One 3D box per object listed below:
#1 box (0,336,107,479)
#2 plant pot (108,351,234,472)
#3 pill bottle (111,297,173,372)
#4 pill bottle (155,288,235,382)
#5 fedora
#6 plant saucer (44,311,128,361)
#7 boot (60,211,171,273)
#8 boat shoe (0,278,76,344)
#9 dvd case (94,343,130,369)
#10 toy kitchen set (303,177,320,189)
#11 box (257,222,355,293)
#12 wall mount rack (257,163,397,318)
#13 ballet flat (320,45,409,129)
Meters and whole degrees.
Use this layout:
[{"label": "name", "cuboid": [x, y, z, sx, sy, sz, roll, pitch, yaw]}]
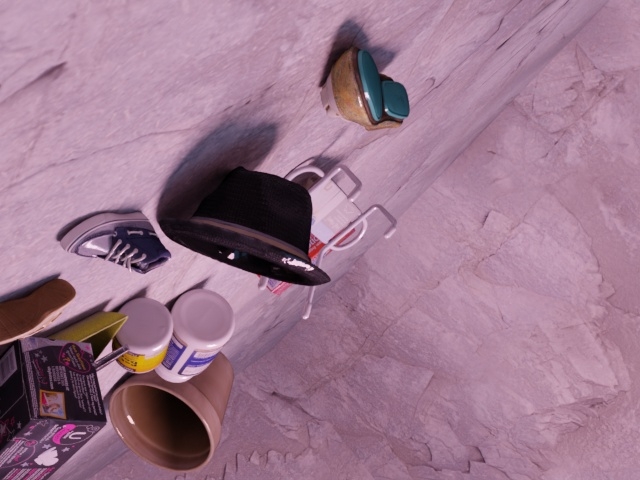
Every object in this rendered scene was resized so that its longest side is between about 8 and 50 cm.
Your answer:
[{"label": "box", "cuboid": [-0.489, 0.293, 1.404, 0.142, 0.163, 0.247, 16, 131, -44]}, {"label": "plant pot", "cuboid": [-0.387, 0.441, 2.373, 0.323, 0.323, 0.280, -47, -175, 38]}, {"label": "pill bottle", "cuboid": [-0.373, 0.205, 1.737, 0.117, 0.117, 0.215, -36, 170, -26]}, {"label": "pill bottle", "cuboid": [-0.316, 0.238, 2.019, 0.153, 0.153, 0.264, -33, 169, -38]}, {"label": "fedora", "cuboid": [-0.110, -0.034, 1.425, 0.334, 0.334, 0.152, 80, 26, -80]}, {"label": "plant saucer", "cuboid": [-0.474, 0.207, 1.565, 0.188, 0.045, 0.188, -29, 166, -50]}, {"label": "boot", "cuboid": [-0.291, 0.009, 1.224, 0.069, 0.086, 0.190, -44, 170, 23]}, {"label": "boat shoe", "cuboid": [-0.435, 0.117, 1.233, 0.170, 0.063, 0.059, -31, 162, -48]}, {"label": "dvd case", "cuboid": [-0.472, 0.267, 1.639, 0.164, 0.018, 0.221, -31, 179, -32]}, {"label": "toy kitchen set", "cuboid": [-0.042, -0.107, 1.886, 0.068, 0.075, 0.083, 41, 61, -45]}, {"label": "box", "cuboid": [-0.052, 0.003, 2.030, 0.257, 0.128, 0.122, -41, 171, 1]}, {"label": "wall mount rack", "cuboid": [0.000, 0.000, 1.825, 0.304, 0.130, 0.350, -42, 144, 5]}, {"label": "ballet flat", "cuboid": [0.063, -0.243, 1.422, 0.123, 0.123, 0.348, -42, 169, 14]}]
